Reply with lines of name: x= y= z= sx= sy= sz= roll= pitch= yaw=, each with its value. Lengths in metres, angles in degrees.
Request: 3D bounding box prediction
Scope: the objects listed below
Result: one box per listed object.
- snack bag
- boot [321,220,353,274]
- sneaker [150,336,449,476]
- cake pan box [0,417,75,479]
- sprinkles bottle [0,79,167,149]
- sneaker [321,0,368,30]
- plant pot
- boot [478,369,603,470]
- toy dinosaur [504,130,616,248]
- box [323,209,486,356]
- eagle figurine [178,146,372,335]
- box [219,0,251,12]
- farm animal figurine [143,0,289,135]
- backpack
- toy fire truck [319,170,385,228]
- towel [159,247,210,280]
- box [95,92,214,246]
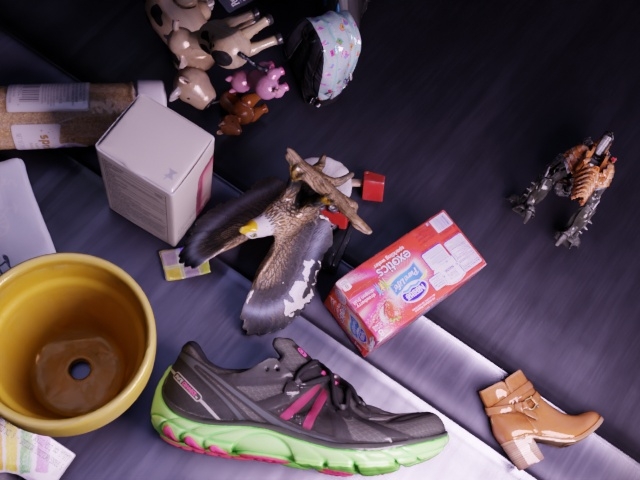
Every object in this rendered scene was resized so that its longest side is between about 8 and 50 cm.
snack bag: x=-0.614 y=0.036 z=1.266 sx=0.342 sy=0.037 sz=0.323 roll=-22 pitch=74 yaw=-18
boot: x=0.000 y=0.000 z=1.396 sx=0.099 sy=0.045 sz=0.121 roll=22 pitch=65 yaw=4
sneaker: x=-0.019 y=0.260 z=1.208 sx=0.482 sy=0.185 sz=0.202 roll=11 pitch=70 yaw=-7
cake pan box: x=-0.527 y=0.346 z=1.085 sx=0.267 sy=0.070 sz=0.246 roll=45 pitch=64 yaw=-22
sprinkles bottle: x=-0.455 y=-0.224 z=1.357 sx=0.355 sy=0.121 sz=0.121 roll=-4 pitch=69 yaw=-12
sneaker: x=0.083 y=-0.549 z=1.593 sx=0.139 sy=0.125 sz=0.341 roll=10 pitch=69 yaw=-15
plant pot: x=-0.376 y=0.175 z=1.142 sx=0.253 sy=0.239 sz=0.254 roll=4 pitch=67 yaw=-10
boot: x=0.388 y=0.296 z=1.333 sx=0.197 sy=0.073 sz=0.152 roll=-19 pitch=68 yaw=-20
toy dinosaur: x=0.474 y=-0.115 z=1.429 sx=0.164 sy=0.218 sz=0.321 roll=44 pitch=24 yaw=25
box: x=0.148 y=0.077 z=1.347 sx=0.256 sy=0.123 sz=0.128 roll=-33 pitch=77 yaw=-21
eagle figurine: x=-0.080 y=-0.016 z=1.295 sx=0.225 sy=0.298 sz=0.226 roll=16 pitch=40 yaw=-31
box: x=-0.094 y=-0.668 z=1.433 sx=0.395 sy=0.293 sz=0.212 roll=-24 pitch=73 yaw=12
farm animal figurine: x=-0.210 y=-0.332 z=1.336 sx=0.172 sy=0.330 sz=0.327 roll=-30 pitch=77 yaw=-16
backpack: x=0.005 y=-0.364 z=1.468 sx=0.115 sy=0.182 sz=0.152 roll=-27 pitch=74 yaw=-20
toy fire truck: x=0.017 y=-0.083 z=1.418 sx=0.191 sy=0.047 sz=0.135 roll=10 pitch=42 yaw=8
towel: x=-0.242 y=0.039 z=1.350 sx=0.083 sy=0.009 sz=0.060 roll=-9 pitch=69 yaw=-14
box: x=-0.275 y=-0.113 z=1.283 sx=0.148 sy=0.232 sz=0.127 roll=32 pitch=66 yaw=3
